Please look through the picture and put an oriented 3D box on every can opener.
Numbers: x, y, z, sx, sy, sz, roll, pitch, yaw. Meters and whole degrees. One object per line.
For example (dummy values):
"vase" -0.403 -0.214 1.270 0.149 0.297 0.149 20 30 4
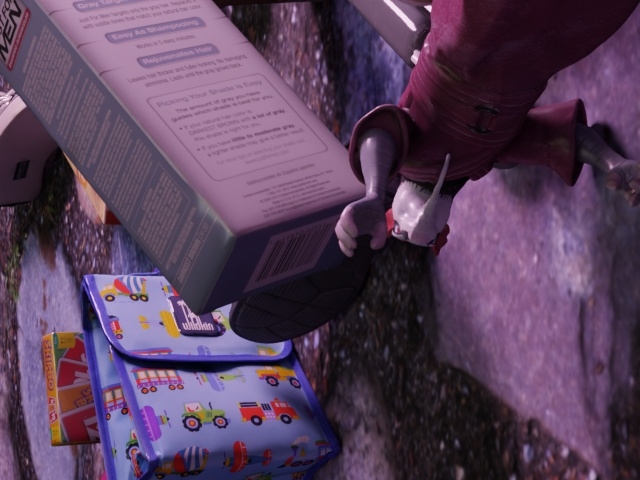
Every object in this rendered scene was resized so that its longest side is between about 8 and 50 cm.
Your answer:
"can opener" 0.098 -0.167 1.439 0.280 0.074 0.093 58 141 46

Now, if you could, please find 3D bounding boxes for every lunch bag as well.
"lunch bag" -0.139 0.148 1.758 0.138 0.221 0.293 -60 41 45

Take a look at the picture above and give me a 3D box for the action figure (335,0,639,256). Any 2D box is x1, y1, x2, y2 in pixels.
"action figure" 0.112 -0.137 1.224 0.370 0.248 0.275 -61 39 40

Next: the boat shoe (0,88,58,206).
"boat shoe" -0.490 -0.195 2.534 0.340 0.127 0.158 -51 55 53

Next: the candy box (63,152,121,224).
"candy box" -0.281 -0.166 2.154 0.316 0.087 0.183 -130 46 -56

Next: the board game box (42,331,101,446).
"board game box" -0.188 0.164 1.817 0.039 0.259 0.124 -20 73 52

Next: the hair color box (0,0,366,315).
"hair color box" -0.138 -0.118 1.506 0.374 0.185 0.113 50 134 23

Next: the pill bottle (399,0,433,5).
"pill bottle" 0.116 -0.289 1.357 0.187 0.112 0.112 -38 58 58

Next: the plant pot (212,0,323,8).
"plant pot" -0.067 -0.316 1.657 0.167 0.165 0.167 8 99 62

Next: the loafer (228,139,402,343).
"loafer" 0.000 0.000 1.635 0.302 0.109 0.095 -48 31 45

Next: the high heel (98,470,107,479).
"high heel" -0.185 0.398 2.038 0.181 0.127 0.377 -42 44 21

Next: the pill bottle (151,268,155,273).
"pill bottle" -0.153 0.039 1.929 0.152 0.086 0.086 -51 48 52
